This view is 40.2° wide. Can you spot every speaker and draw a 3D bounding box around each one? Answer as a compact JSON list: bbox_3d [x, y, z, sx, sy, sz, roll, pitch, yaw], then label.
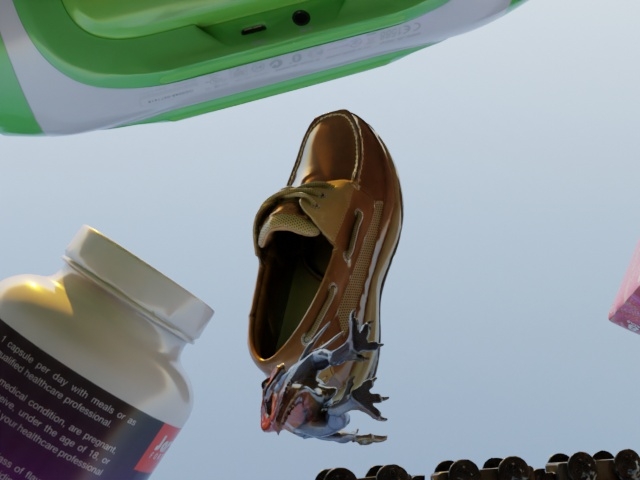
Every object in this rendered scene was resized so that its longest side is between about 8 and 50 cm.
[{"bbox_3d":[-0.036,-0.144,0.462,0.296,0.131,0.131,-16,-135,-8],"label":"speaker"}]

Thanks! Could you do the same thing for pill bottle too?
[{"bbox_3d":[-0.220,0.155,0.660,0.181,0.181,0.323,31,-100,19],"label":"pill bottle"}]

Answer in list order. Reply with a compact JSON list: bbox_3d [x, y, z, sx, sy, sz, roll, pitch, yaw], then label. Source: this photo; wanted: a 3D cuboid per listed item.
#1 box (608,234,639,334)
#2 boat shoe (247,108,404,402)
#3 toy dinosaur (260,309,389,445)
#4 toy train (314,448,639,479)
[{"bbox_3d":[0.361,-0.031,0.757,0.122,0.128,0.257,24,-106,12],"label":"box"},{"bbox_3d":[0.000,0.000,0.831,0.122,0.120,0.324,-17,-128,30],"label":"boat shoe"},{"bbox_3d":[-0.010,0.055,0.325,0.090,0.082,0.047,5,-117,-43],"label":"toy dinosaur"},{"bbox_3d":[0.065,0.109,0.364,0.158,0.027,0.036,0,-105,-14],"label":"toy train"}]
